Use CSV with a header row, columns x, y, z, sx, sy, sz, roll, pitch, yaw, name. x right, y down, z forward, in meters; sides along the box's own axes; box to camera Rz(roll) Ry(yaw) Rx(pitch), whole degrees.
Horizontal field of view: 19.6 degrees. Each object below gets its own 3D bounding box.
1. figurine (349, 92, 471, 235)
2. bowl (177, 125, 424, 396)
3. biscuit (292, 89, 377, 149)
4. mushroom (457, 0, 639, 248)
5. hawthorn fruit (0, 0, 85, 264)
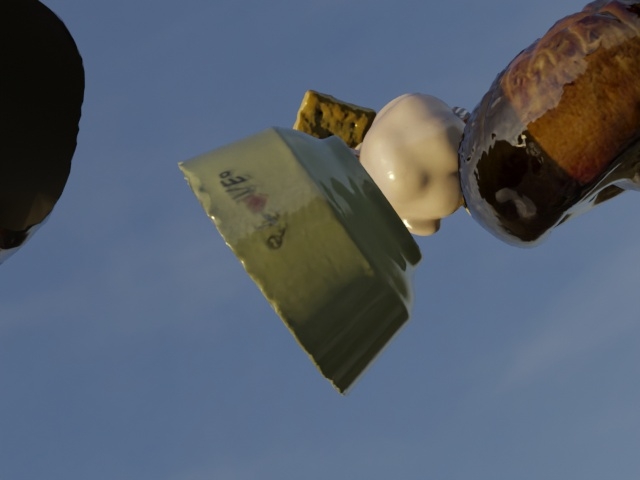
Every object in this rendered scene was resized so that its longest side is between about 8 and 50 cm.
x,y,z,sx,sy,sz,roll,pitch,yaw,name
0.071,-0.065,1.707,0.112,0.137,0.229,22,-30,-38,figurine
0.000,0.000,1.356,0.112,0.211,0.211,-34,-35,-1,bowl
0.010,-0.109,1.932,0.083,0.018,0.081,17,-78,-21,biscuit
0.217,-0.099,1.435,0.253,0.153,0.253,-30,-4,-2,mushroom
-0.242,-0.072,1.052,0.215,0.215,0.250,-20,-8,-23,hawthorn fruit
